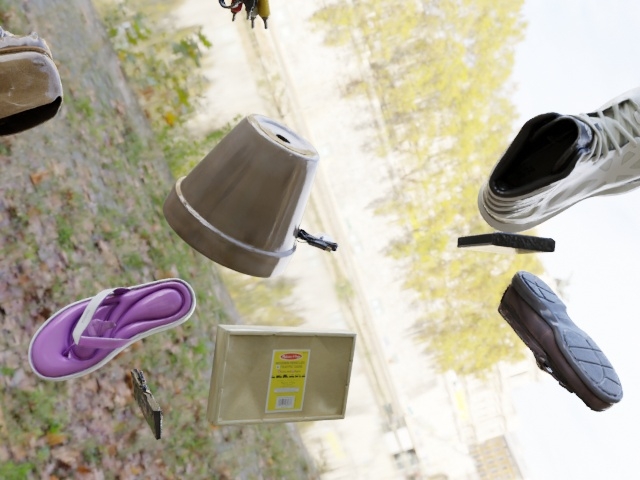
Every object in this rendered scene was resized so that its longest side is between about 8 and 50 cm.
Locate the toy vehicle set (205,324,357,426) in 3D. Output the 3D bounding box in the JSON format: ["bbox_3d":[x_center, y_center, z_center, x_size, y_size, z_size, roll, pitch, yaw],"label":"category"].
[{"bbox_3d":[-0.063,0.237,1.259,0.035,0.267,0.165,15,-83,58],"label":"toy vehicle set"}]

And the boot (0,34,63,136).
[{"bbox_3d":[-0.508,-0.190,0.973,0.115,0.305,0.112,64,-22,15],"label":"boot"}]

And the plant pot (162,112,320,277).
[{"bbox_3d":[-0.148,-0.119,1.618,0.323,0.280,0.323,30,20,-12],"label":"plant pot"}]

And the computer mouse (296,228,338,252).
[{"bbox_3d":[0.000,0.000,1.787,0.193,0.106,0.042,17,91,-85],"label":"computer mouse"}]

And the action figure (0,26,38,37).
[{"bbox_3d":[-0.528,-0.334,1.133,0.185,0.099,0.285,27,-8,17],"label":"action figure"}]

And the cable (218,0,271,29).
[{"bbox_3d":[-0.181,-0.696,1.844,0.072,0.140,0.287,-64,166,-69],"label":"cable"}]

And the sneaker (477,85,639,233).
[{"bbox_3d":[0.483,-0.162,1.217,0.169,0.448,0.257,61,4,13],"label":"sneaker"}]

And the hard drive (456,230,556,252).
[{"bbox_3d":[0.268,0.004,1.042,0.135,0.094,0.022,165,-68,-80],"label":"hard drive"}]

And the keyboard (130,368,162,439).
[{"bbox_3d":[-0.374,0.337,1.534,0.180,0.023,0.108,34,-49,54],"label":"keyboard"}]

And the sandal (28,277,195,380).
[{"bbox_3d":[-0.497,0.187,1.707,0.169,0.416,0.102,59,-26,10],"label":"sandal"}]

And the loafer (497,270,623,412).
[{"bbox_3d":[0.394,0.178,1.203,0.095,0.109,0.302,-58,-149,27],"label":"loafer"}]
